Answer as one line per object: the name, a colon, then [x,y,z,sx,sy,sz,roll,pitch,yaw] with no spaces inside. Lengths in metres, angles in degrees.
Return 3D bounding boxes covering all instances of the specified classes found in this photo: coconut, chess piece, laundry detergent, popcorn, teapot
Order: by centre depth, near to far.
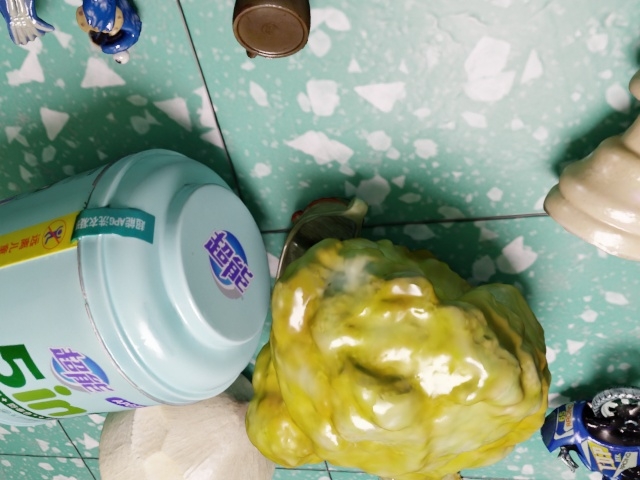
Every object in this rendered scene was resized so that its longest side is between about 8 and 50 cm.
chess piece: [0.341,-0.132,0.586,0.139,0.124,0.307,38,129,27]
teapot: [-0.049,-0.227,0.641,0.076,0.068,0.121,13,153,-21]
popcorn: [0.093,0.156,0.741,0.334,0.293,0.292,15,96,-2]
laundry detergent: [-0.233,0.055,0.750,0.305,0.287,0.287,-13,121,24]
coconut: [-0.184,0.292,0.948,0.266,0.237,0.237,-30,113,35]

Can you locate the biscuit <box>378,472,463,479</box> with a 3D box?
biscuit: [0.151,0.370,1.051,0.144,0.016,0.203,-13,120,22]

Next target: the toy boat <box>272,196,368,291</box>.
toy boat: [0.001,-0.001,0.785,0.089,0.071,0.185,34,127,-11]

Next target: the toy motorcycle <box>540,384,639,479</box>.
toy motorcycle: [0.405,0.288,0.872,0.169,0.113,0.315,-13,130,35]

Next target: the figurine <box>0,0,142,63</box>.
figurine: [-0.247,-0.294,0.618,0.164,0.120,0.262,11,145,15]
